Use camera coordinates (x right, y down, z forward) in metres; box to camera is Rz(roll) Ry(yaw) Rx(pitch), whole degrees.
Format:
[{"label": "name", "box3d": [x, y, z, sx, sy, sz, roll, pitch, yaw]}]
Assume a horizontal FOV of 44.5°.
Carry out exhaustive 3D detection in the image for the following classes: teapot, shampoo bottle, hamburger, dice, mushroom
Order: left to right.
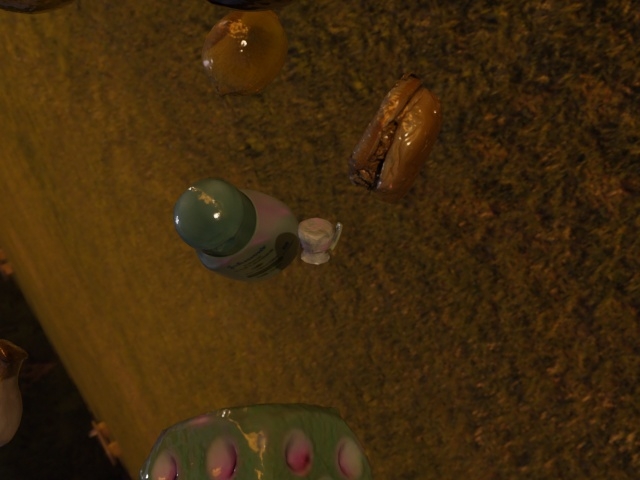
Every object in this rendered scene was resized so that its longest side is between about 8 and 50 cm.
[{"label": "mushroom", "box3d": [-0.599, 0.293, 1.465, 0.088, 0.097, 0.212, 4, 81, 31]}, {"label": "shampoo bottle", "box3d": [-0.177, -0.023, 1.611, 0.151, 0.222, 0.349, 66, -170, 21]}, {"label": "dice", "box3d": [-0.109, 0.467, 1.373, 0.322, 0.318, 0.330, -22, 61, 33]}, {"label": "teapot", "box3d": [0.000, 0.000, 1.310, 0.064, 0.083, 0.064, 42, 140, 43]}, {"label": "hamburger", "box3d": [0.180, -0.234, 1.800, 0.158, 0.319, 0.319, 28, 149, 6]}]

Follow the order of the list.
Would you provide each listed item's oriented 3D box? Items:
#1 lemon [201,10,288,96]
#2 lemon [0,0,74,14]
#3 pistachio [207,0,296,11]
[{"label": "lemon", "box3d": [-0.189, -0.474, 1.967, 0.204, 0.260, 0.204, 34, 172, 6]}, {"label": "lemon", "box3d": [-0.398, -0.393, 1.023, 0.187, 0.244, 0.187, -175, 90, -66]}, {"label": "pistachio", "box3d": [-0.050, -0.299, 0.785, 0.165, 0.210, 0.130, -32, 76, 23]}]
